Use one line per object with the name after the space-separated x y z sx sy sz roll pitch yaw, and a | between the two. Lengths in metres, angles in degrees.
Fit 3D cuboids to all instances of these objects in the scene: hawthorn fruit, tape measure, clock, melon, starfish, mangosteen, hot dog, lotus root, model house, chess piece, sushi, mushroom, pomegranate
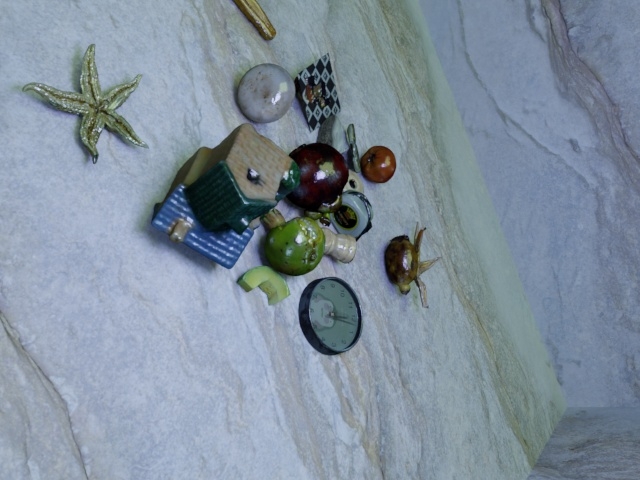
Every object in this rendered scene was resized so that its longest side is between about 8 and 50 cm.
0.317 -0.382 2.166 0.225 0.196 0.197 26 56 -49 | hawthorn fruit
0.152 -0.108 1.880 0.235 0.207 0.115 55 42 -9 | tape measure
0.051 0.304 1.714 0.318 0.066 0.319 19 61 -39 | clock
-0.202 0.162 1.530 0.209 0.064 0.118 43 48 -26 | melon
-0.669 -0.412 1.295 0.347 0.078 0.358 53 46 -14 | starfish
-0.020 -0.245 1.711 0.311 0.311 0.312 18 62 -38 | mangosteen
0.530 0.107 2.157 0.398 0.132 0.384 -21 111 -65 | starfish
-0.312 -1.042 1.905 0.083 0.068 0.289 -50 116 -18 | hot dog
0.396 0.111 2.050 0.141 0.169 0.314 4 73 -26 | lotus root
-0.289 -0.114 1.321 0.334 0.382 0.343 36 47 -26 | model house
0.000 0.000 1.765 0.300 0.137 0.137 18 61 -26 | chess piece
-0.020 -0.709 2.016 0.292 0.059 0.294 -48 136 -38 | sushi
-0.217 -0.595 1.740 0.243 0.243 0.244 18 62 -38 | mushroom
-0.121 -0.006 1.576 0.235 0.236 0.302 -15 47 -46 | pomegranate

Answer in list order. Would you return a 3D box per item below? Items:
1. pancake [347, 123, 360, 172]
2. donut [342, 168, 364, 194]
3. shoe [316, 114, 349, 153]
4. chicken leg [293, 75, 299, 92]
0.165 -0.451 2.060 0.253 0.037 0.254 -9 90 -82 | pancake
0.137 -0.263 2.024 0.174 0.068 0.175 16 63 -36 | donut
0.069 -0.444 1.999 0.159 0.124 0.317 34 53 -40 | shoe
-0.078 -0.767 2.031 0.089 0.048 0.219 51 46 -22 | chicken leg
